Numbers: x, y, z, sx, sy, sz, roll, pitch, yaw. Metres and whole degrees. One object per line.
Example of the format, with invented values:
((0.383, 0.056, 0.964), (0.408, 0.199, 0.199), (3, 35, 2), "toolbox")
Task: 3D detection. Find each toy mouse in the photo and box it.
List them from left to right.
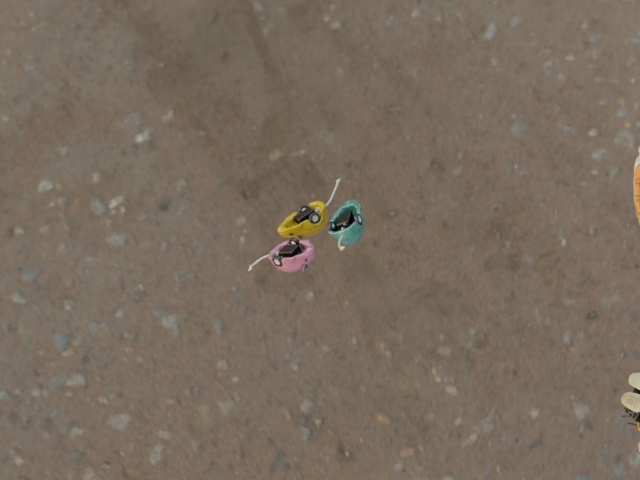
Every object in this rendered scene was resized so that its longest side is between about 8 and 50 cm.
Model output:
((0.000, 0.000, 1.093), (0.161, 0.031, 0.143), (-36, 28, -15), "toy mouse")

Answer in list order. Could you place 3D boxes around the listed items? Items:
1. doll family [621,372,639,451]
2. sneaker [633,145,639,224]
((0.328, 0.130, 0.903), (0.076, 0.111, 0.193), (20, 79, 43), "doll family")
((0.312, -0.108, 0.805), (0.099, 0.121, 0.262), (6, 91, 18), "sneaker")
